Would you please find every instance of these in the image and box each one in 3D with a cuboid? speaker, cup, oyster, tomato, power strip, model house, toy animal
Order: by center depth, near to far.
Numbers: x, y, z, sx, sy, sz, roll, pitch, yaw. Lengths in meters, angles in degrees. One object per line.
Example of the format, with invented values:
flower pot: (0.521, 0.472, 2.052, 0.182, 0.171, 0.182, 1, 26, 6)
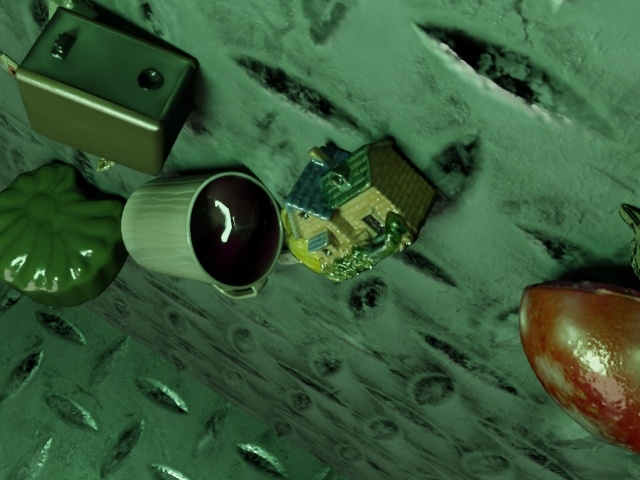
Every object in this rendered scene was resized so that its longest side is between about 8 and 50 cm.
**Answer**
toy animal: (0.402, 0.015, 0.843, 0.137, 0.098, 0.098, 34, 155, 16)
tomato: (0.406, 0.191, 0.989, 0.290, 0.176, 0.335, 15, 165, 41)
model house: (0.045, -0.063, 1.060, 0.172, 0.166, 0.183, 46, 140, -16)
speaker: (-0.336, -0.235, 1.157, 0.231, 0.153, 0.192, 21, 153, -3)
power strip: (-0.409, -0.369, 1.184, 0.075, 0.042, 0.175, 37, 154, -4)
cup: (-0.212, -0.013, 1.407, 0.273, 0.208, 0.288, 5, 165, 46)
oyster: (-0.479, -0.177, 1.569, 0.083, 0.081, 0.038, -26, 95, 25)

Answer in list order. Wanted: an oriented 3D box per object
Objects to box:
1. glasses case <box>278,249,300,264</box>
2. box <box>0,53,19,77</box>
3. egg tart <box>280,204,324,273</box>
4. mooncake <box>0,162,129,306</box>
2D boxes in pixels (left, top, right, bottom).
glasses case: (-0.069, 0.035, 1.505, 0.032, 0.021, 0.083, 48, 151, -22)
box: (-0.638, -0.353, 1.510, 0.083, 0.012, 0.046, 39, 155, -14)
egg tart: (0.000, 0.000, 1.312, 0.191, 0.074, 0.191, 26, 150, 16)
mooncake: (-0.650, -0.012, 1.771, 0.351, 0.351, 0.187, 30, 165, 9)
